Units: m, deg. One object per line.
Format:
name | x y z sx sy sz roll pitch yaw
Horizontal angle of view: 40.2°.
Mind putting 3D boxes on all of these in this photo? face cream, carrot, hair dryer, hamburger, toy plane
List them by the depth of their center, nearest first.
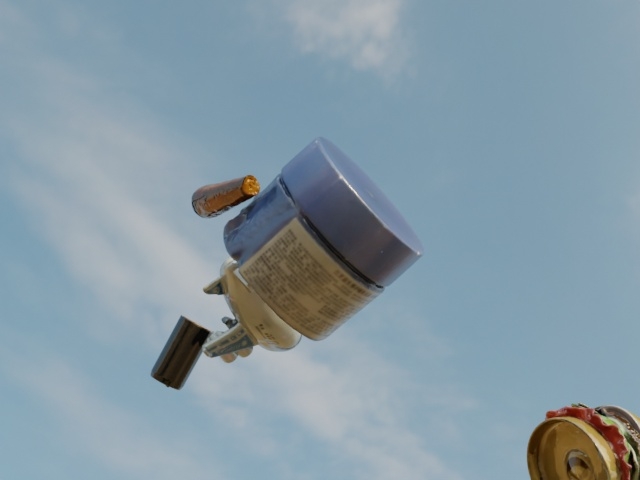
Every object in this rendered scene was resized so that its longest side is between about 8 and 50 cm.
hamburger | 0.371 0.296 1.166 0.137 0.175 0.175 -3 -42 -33
face cream | 0.000 0.000 1.364 0.225 0.249 0.249 -42 -64 10
carrot | -0.150 -0.069 1.380 0.055 0.055 0.161 42 -28 -24
toy plane | -0.103 0.115 1.563 0.267 0.122 0.267 -20 -47 -24
hair dryer | -0.278 0.214 1.699 0.070 0.128 0.255 29 -10 -10
